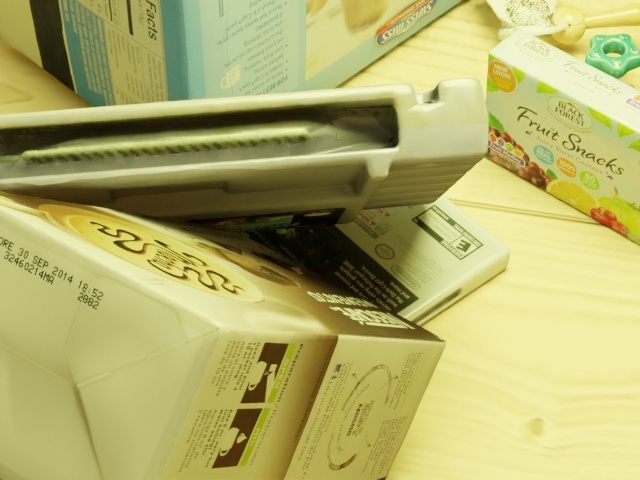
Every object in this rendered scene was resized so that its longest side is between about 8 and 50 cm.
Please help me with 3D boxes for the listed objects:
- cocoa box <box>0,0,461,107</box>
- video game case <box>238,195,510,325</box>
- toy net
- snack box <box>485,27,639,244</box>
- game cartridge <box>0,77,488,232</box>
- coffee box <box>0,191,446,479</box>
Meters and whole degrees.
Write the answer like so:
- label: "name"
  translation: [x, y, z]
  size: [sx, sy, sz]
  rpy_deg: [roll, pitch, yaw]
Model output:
- label: "cocoa box"
  translation: [-0.044, -0.255, 1.271]
  size: [0.347, 0.231, 0.228]
  rpy_deg: [-36, 57, -28]
- label: "video game case"
  translation: [0.000, 0.000, 1.178]
  size: [0.173, 0.022, 0.190]
  rpy_deg: [-32, 55, -26]
- label: "toy net"
  translation: [0.199, -0.130, 1.284]
  size: [0.232, 0.045, 0.122]
  rpy_deg: [30, 56, 27]
- label: "snack box"
  translation: [0.176, -0.070, 1.186]
  size: [0.141, 0.100, 0.037]
  rpy_deg: [31, 55, 27]
- label: "game cartridge"
  translation: [-0.091, -0.038, 1.058]
  size: [0.355, 0.230, 0.068]
  rpy_deg: [-5, 80, -4]
- label: "coffee box"
  translation: [-0.072, 0.067, 0.934]
  size: [0.168, 0.297, 0.119]
  rpy_deg: [26, 97, 24]
